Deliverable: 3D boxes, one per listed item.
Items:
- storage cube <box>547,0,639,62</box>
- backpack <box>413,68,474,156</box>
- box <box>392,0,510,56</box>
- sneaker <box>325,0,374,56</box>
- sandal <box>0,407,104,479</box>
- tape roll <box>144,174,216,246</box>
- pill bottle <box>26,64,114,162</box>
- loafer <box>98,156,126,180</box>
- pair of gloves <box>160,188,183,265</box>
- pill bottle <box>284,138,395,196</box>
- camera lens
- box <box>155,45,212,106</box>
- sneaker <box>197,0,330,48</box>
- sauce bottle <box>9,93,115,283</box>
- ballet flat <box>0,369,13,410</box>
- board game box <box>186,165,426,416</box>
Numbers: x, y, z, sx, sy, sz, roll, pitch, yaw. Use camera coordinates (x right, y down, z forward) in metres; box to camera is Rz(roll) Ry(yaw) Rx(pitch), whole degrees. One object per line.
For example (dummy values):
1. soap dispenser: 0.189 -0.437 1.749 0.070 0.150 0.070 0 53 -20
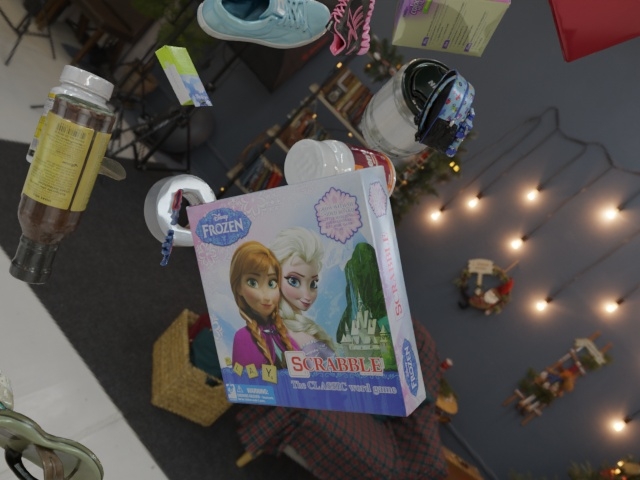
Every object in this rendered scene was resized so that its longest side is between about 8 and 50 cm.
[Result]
1. storage cube: 0.455 -0.444 0.889 0.193 0.215 0.183 32 47 -53
2. backpack: 0.308 -0.310 1.313 0.117 0.173 0.158 24 31 -5
3. box: 0.319 -0.584 1.372 0.243 0.117 0.213 7 -15 0
4. sneaker: 0.034 -0.285 0.696 0.119 0.057 0.047 88 -24 -49
5. sandal: -0.551 0.421 1.057 0.303 0.120 0.086 54 25 -38
6. tape roll: -0.421 -0.090 1.677 0.072 0.219 0.219 -1 -26 45
7. pill bottle: -0.506 -0.239 1.125 0.119 0.208 0.119 20 0 0
8. loafer: -0.691 -0.235 1.749 0.148 0.050 0.056 33 41 -31
9. pair of gloves: -0.364 -0.035 1.345 0.023 0.198 0.159 13 -7 -12
10. pill bottle: 0.041 -0.131 1.081 0.221 0.121 0.121 2 45 -50
11. camera lens: 0.263 -0.371 1.582 0.219 0.219 0.274 45 -23 -6
12. box: -0.378 -0.451 1.538 0.178 0.042 0.109 65 21 -8
13. sneaker: -0.118 -0.573 1.407 0.150 0.366 0.135 9 -70 63
14. sauce bottle: -0.477 -0.088 0.995 0.111 0.344 0.111 24 9 -4
15. ballet flat: -0.663 0.287 1.116 0.168 0.052 0.057 22 -39 27
16. board game box: -0.033 0.079 0.785 0.066 0.319 0.318 -18 98 -55
